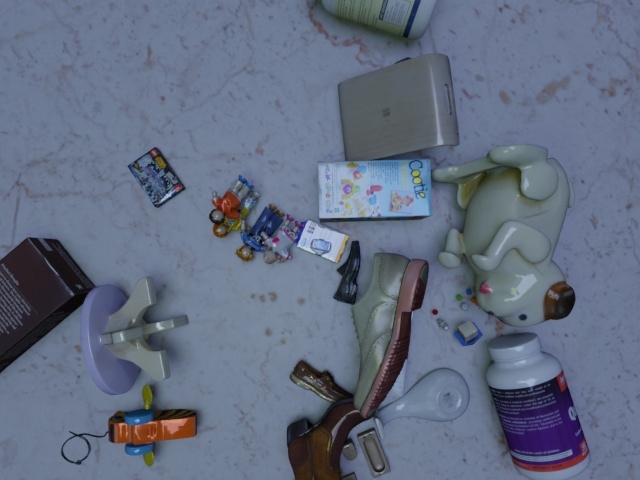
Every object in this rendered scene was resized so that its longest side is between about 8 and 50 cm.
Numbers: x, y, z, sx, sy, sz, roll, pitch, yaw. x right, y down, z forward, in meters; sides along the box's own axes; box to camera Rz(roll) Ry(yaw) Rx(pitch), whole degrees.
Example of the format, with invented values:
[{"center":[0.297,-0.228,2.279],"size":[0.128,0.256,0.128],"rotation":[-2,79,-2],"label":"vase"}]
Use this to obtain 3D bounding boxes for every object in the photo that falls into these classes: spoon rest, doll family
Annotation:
[{"center":[0.262,0.428,1.248],"size":[0.276,0.084,0.137],"rotation":[-17,89,-13],"label":"spoon rest"},{"center":[-0.183,-0.035,1.256],"size":[0.263,0.118,0.163],"rotation":[39,80,-13],"label":"doll family"}]

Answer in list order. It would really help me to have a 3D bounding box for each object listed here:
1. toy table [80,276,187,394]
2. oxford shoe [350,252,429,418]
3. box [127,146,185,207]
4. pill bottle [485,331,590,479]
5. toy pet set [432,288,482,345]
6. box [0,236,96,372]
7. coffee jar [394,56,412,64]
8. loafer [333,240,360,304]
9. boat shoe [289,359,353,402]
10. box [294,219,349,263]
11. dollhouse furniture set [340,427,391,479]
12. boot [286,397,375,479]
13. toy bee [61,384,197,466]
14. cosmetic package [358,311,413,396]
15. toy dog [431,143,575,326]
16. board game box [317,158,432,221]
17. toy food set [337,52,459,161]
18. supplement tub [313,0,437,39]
[{"center":[-0.466,0.234,1.193],"size":[0.160,0.252,0.274],"rotation":[-14,97,17],"label":"toy table"},{"center":[0.140,0.222,1.158],"size":[0.146,0.140,0.397],"rotation":[17,86,25],"label":"oxford shoe"},{"center":[-0.443,-0.170,1.295],"size":[0.094,0.027,0.137],"rotation":[-35,88,-1],"label":"box"},{"center":[0.524,0.401,1.182],"size":[0.181,0.181,0.323],"rotation":[-17,88,0],"label":"pill bottle"},{"center":[0.376,0.212,1.264],"size":[0.122,0.065,0.114],"rotation":[-29,53,-3],"label":"toy pet set"},{"center":[-0.804,0.182,1.237],"size":[0.381,0.143,0.191],"rotation":[-39,87,1],"label":"box"},{"center":[0.241,-0.378,1.255],"size":[0.079,0.096,0.184],"rotation":[-23,87,-2],"label":"coffee jar"},{"center":[0.072,0.082,1.262],"size":[0.061,0.062,0.170],"rotation":[8,87,6],"label":"loafer"},{"center":[0.009,0.373,1.251],"size":[0.178,0.064,0.060],"rotation":[26,91,4],"label":"boat shoe"},{"center":[0.000,0.000,1.282],"size":[0.136,0.028,0.081],"rotation":[22,89,4],"label":"box"},{"center":[0.098,0.589,1.212],"size":[0.151,0.123,0.144],"rotation":[-22,88,0],"label":"dollhouse furniture set"},{"center":[0.041,0.539,1.134],"size":[0.264,0.280,0.096],"rotation":[-23,133,9],"label":"boot"},{"center":[-0.477,0.467,1.231],"size":[0.298,0.162,0.195],"rotation":[22,80,-23],"label":"toy bee"},{"center":[0.167,0.275,1.242],"size":[0.117,0.085,0.231],"rotation":[6,89,1],"label":"cosmetic package"},{"center":[0.468,0.007,1.180],"size":[0.395,0.284,0.408],"rotation":[-1,86,-35],"label":"toy dog"},{"center":[0.132,-0.123,1.225],"size":[0.275,0.142,0.144],"rotation":[-1,88,1],"label":"board game box"},{"center":[0.185,-0.316,1.206],"size":[0.306,0.092,0.220],"rotation":[-7,87,32],"label":"toy food set"},{"center":[0.139,-0.664,1.196],"size":[0.324,0.235,0.235],"rotation":[18,89,1],"label":"supplement tub"}]
